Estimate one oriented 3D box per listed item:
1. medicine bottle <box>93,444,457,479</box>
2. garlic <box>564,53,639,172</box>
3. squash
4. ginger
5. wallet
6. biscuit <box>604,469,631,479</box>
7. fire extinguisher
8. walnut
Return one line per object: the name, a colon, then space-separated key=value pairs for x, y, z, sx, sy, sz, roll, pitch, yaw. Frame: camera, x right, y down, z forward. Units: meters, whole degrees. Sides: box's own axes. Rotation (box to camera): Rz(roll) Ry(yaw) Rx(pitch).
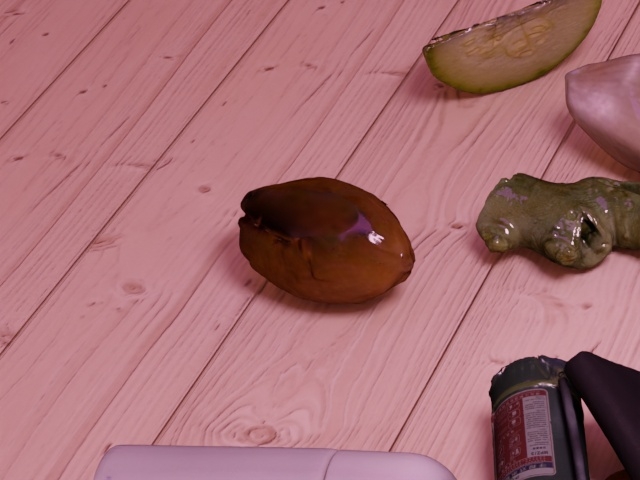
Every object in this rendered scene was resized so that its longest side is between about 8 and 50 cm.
medicine bottle: x=-0.033 y=0.254 z=1.768 sx=0.340 sy=0.130 sz=0.130 roll=-1 pitch=37 yaw=18
garlic: x=0.420 y=-0.119 z=2.165 sx=0.143 sy=0.112 sz=0.318 roll=-40 pitch=49 yaw=-22
squash: x=0.218 y=-0.273 z=2.415 sx=0.236 sy=0.204 sz=0.155 roll=-18 pitch=58 yaw=-7
ginger: x=0.311 y=-0.015 z=2.083 sx=0.289 sy=0.089 sz=0.137 roll=4 pitch=20 yaw=15
wallet: x=0.320 y=0.201 z=1.744 sx=0.149 sy=0.044 sz=0.250 roll=20 pitch=25 yaw=-33
biscuit: x=0.305 y=0.236 z=1.787 sx=0.091 sy=0.015 sz=0.078 roll=6 pitch=36 yaw=23
fire extinguisher: x=0.203 y=0.229 z=1.761 sx=0.118 sy=0.093 sz=0.294 roll=-41 pitch=24 yaw=27
walnut: x=0.000 y=0.000 z=2.112 sx=0.245 sy=0.137 sz=0.137 roll=12 pitch=42 yaw=32
